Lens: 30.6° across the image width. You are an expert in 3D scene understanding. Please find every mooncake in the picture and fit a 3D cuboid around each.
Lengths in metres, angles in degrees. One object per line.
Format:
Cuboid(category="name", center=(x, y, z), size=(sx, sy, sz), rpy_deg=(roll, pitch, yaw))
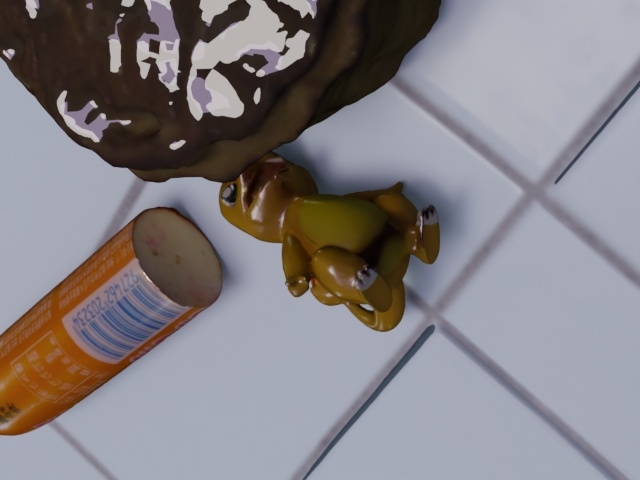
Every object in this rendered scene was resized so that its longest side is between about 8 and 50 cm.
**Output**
Cuboid(category="mooncake", center=(-0.084, -0.205, 0.741), size=(0.324, 0.187, 0.324), rpy_deg=(11, 117, 22))

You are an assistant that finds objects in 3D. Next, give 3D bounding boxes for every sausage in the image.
Cuboid(category="sausage", center=(-0.211, 0.087, 0.990), size=(0.312, 0.093, 0.093), rpy_deg=(-37, 91, 35))

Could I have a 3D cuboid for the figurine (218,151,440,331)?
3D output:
Cuboid(category="figurine", center=(-0.001, 0.001, 0.851), size=(0.176, 0.121, 0.122), rpy_deg=(33, 151, 28))
